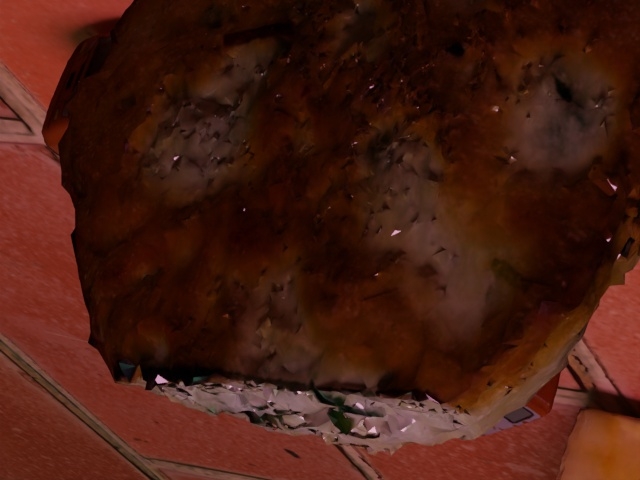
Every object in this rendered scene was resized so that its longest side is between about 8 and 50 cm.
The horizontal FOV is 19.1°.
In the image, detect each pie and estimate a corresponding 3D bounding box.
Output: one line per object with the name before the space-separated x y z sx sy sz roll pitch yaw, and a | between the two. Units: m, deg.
pie | 0.027 -0.052 0.888 0.354 0.288 0.103 -1 156 35

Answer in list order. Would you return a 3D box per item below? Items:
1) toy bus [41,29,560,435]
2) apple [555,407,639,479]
toy bus | 0.000 0.000 1.264 0.409 0.093 0.092 35 146 -29
apple | 0.313 0.256 1.421 0.309 0.314 0.252 16 114 13
